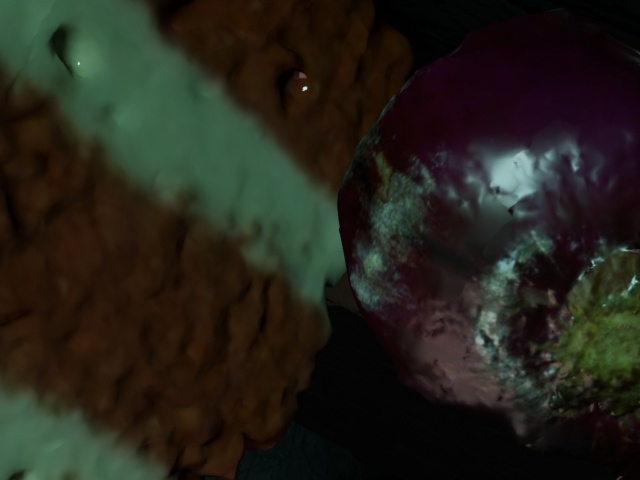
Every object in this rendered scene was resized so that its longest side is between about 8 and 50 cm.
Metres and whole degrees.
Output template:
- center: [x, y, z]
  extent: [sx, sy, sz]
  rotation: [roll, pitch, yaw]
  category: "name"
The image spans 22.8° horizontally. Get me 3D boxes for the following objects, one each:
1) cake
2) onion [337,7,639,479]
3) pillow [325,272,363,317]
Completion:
- center: [-0.165, -0.023, 0.648]
  extent: [0.269, 0.319, 0.270]
  rotation: [15, 161, 45]
  category: "cake"
- center: [0.093, -0.024, 0.570]
  extent: [0.173, 0.135, 0.198]
  rotation: [16, -147, -19]
  category: "onion"
- center: [0.001, 0.001, 0.938]
  extent: [0.241, 0.051, 0.093]
  rotation: [14, 118, 43]
  category: "pillow"
